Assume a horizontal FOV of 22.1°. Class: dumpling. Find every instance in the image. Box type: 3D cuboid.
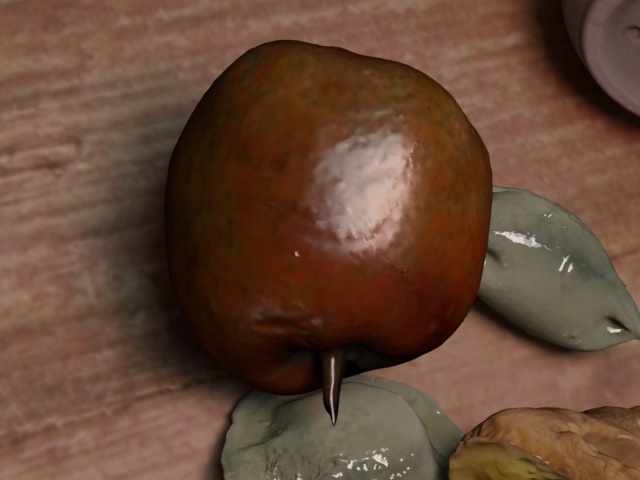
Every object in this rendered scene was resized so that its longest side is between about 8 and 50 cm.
[{"bbox_3d":[0.024,0.164,1.327,0.219,0.108,0.152,-10,75,-30],"label":"dumpling"},{"bbox_3d":[0.206,0.009,1.463,0.217,0.105,0.149,32,62,-8],"label":"dumpling"}]

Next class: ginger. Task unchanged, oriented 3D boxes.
[{"bbox_3d":[0.248,0.211,1.375,0.354,0.126,0.190,18,52,-37],"label":"ginger"}]

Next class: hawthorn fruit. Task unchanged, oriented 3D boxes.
[{"bbox_3d":[0.000,0.000,1.302,0.268,0.268,0.300,13,68,-18],"label":"hawthorn fruit"}]

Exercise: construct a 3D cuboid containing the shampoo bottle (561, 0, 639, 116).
[{"bbox_3d":[0.371,-0.263,1.540,0.273,0.273,0.266,30,54,-10],"label":"shampoo bottle"}]
